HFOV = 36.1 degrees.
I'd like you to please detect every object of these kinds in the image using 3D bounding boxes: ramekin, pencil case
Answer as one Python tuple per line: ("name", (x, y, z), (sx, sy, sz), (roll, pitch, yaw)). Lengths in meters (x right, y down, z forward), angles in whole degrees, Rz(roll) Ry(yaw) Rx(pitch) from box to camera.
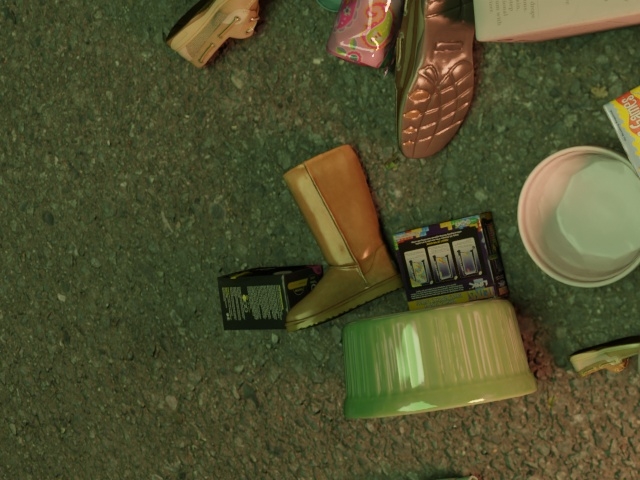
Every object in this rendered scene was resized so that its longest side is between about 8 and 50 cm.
("ramekin", (0.407, -0.039, 1.454), (0.207, 0.109, 0.207), (5, 99, 34))
("pencil case", (0.104, -0.418, 1.607), (0.124, 0.124, 0.284), (30, 113, 28))
("ramekin", (0.176, 0.182, 1.541), (0.303, 0.303, 0.148), (-13, 82, 36))

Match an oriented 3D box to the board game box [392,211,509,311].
("board game box", (0.215, 0.038, 1.636), (0.170, 0.048, 0.141), (-13, 91, 35))

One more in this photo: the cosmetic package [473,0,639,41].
("cosmetic package", (0.425, -0.407, 1.308), (0.453, 0.161, 0.230), (1, 98, 46))

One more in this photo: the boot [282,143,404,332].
("boot", (0.000, 0.000, 1.719), (0.236, 0.089, 0.269), (-24, 83, -6))

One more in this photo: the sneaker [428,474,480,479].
("sneaker", (0.252, 0.522, 1.658), (0.151, 0.094, 0.256), (-24, 84, 32))

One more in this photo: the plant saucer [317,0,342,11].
("plant saucer", (0.036, -0.456, 1.703), (0.119, 0.021, 0.119), (6, 101, 34))

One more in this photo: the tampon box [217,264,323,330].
("tampon box", (-0.088, 0.104, 1.814), (0.161, 0.120, 0.101), (-4, 95, 35))

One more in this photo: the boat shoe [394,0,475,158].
("boat shoe", (0.178, -0.292, 1.587), (0.116, 0.123, 0.324), (-124, 40, -56))

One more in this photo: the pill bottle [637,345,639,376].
("pill bottle", (0.634, 0.152, 1.255), (0.392, 0.224, 0.224), (20, 108, 32))

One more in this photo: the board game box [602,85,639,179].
("board game box", (0.549, -0.186, 1.311), (0.275, 0.144, 0.142), (-30, 79, 33))

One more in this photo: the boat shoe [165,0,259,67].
("boat shoe", (-0.157, -0.423, 1.806), (0.302, 0.109, 0.098), (-32, 118, 34))

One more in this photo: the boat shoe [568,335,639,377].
("boat shoe", (0.446, 0.179, 1.499), (0.135, 0.050, 0.045), (-23, 87, 45))
